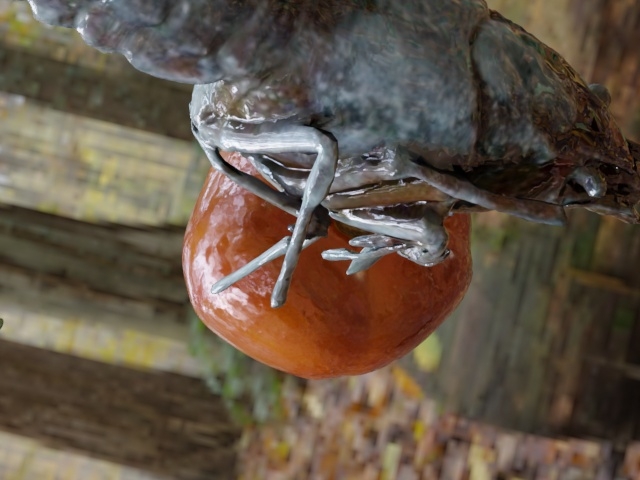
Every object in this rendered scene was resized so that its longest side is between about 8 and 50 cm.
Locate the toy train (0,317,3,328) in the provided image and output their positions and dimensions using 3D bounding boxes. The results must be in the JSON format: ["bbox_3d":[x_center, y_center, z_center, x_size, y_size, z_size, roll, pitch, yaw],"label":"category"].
[{"bbox_3d":[-0.292,0.053,1.475,0.053,0.083,0.033,-15,55,51],"label":"toy train"}]

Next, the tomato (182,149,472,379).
[{"bbox_3d":[0.004,0.003,1.584,0.180,0.260,0.260,141,145,-61],"label":"tomato"}]

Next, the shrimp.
[{"bbox_3d":[-0.014,-0.076,0.831,0.166,0.410,0.221,-18,54,47],"label":"shrimp"}]
